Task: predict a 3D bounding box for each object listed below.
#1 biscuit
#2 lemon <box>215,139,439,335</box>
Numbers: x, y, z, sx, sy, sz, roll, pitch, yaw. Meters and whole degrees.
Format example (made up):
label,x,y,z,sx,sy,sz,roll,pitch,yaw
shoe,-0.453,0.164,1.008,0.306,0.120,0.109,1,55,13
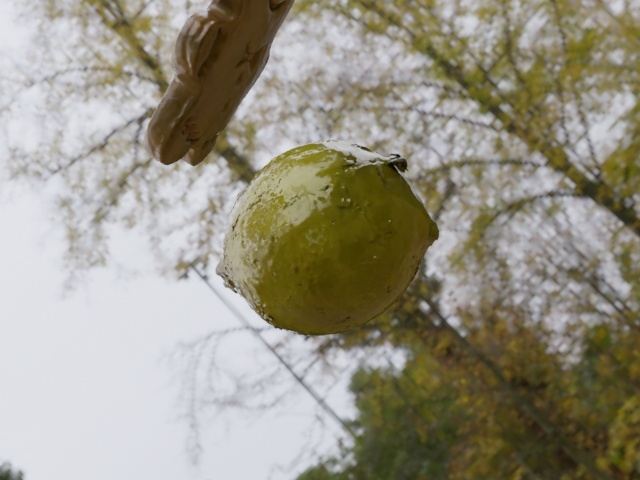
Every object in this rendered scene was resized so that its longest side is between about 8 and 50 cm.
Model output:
label,x,y,z,sx,sy,sz,roll,pitch,yaw
biscuit,-0.093,-0.245,1.420,0.355,0.052,0.275,-60,-8,5
lemon,0.000,0.000,1.078,0.206,0.173,0.173,-23,-13,22
